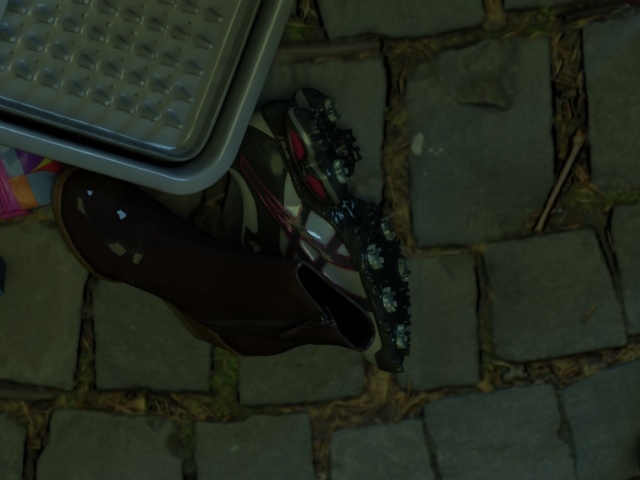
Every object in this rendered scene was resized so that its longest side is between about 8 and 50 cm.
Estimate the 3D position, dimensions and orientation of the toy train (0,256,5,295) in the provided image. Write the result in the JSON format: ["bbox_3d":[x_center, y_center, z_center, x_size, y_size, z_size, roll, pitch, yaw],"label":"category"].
[{"bbox_3d":[-0.371,0.039,1.464,0.184,0.080,0.105,-29,114,4],"label":"toy train"}]

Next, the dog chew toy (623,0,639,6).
[{"bbox_3d":[0.335,-0.347,1.345,0.206,0.206,0.332,43,92,-16],"label":"dog chew toy"}]

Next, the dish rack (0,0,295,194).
[{"bbox_3d":[-0.184,-0.205,1.342,0.333,0.072,0.285,17,97,-35],"label":"dish rack"}]

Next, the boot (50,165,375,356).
[{"bbox_3d":[-0.089,0.014,1.405,0.248,0.207,0.090,45,59,-35],"label":"boot"}]

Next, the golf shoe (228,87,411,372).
[{"bbox_3d":[0.000,0.000,1.486,0.120,0.105,0.273,-18,105,19],"label":"golf shoe"}]

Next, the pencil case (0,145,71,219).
[{"bbox_3d":[-0.288,-0.131,1.404,0.104,0.104,0.236,-20,110,1],"label":"pencil case"}]
